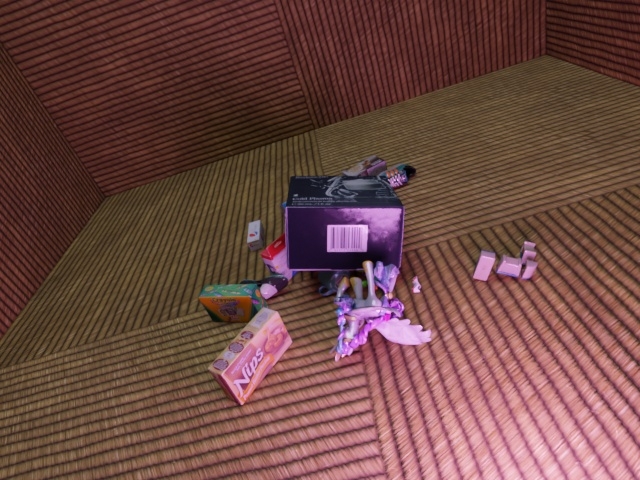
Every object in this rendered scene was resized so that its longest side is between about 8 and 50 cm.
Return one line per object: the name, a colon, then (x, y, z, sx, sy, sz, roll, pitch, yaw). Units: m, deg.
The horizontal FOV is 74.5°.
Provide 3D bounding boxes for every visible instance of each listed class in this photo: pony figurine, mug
pony figurine: (0.190, 0.252, 1.532, 0.351, 0.303, 0.363, -20, 43, 37)
mug: (0.067, 0.172, 1.861, 0.129, 0.158, 0.097, -10, 28, -31)

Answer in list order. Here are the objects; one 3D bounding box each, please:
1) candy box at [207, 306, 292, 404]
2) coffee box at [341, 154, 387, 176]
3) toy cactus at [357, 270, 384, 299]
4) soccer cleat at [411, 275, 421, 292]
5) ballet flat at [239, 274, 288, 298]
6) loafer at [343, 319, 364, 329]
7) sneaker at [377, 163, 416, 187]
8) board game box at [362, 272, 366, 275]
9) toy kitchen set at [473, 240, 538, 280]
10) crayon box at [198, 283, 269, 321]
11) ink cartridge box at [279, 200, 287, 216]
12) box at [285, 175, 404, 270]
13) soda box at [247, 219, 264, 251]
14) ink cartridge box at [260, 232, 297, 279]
candy box: (-0.255, 0.430, 1.591, 0.087, 0.183, 0.316, 10, 43, 39)
coffee box: (0.275, -0.421, 2.611, 0.246, 0.098, 0.141, -28, 34, -11)
toy cactus: (0.248, 0.171, 1.785, 0.180, 0.112, 0.219, -22, 34, -22)
soccer cleat: (0.399, 0.183, 1.744, 0.035, 0.029, 0.083, 4, 42, 18)
ballet flat: (-0.275, 0.231, 1.984, 0.280, 0.095, 0.096, -11, 43, 32)
loafer: (0.121, 0.343, 1.653, 0.125, 0.045, 0.039, -36, 20, -32)
sneaker: (0.431, -0.359, 2.432, 0.302, 0.108, 0.121, -38, 33, -27)
board game box: (0.250, 0.137, 1.894, 0.090, 0.020, 0.090, -39, 38, -26)
toy kitchen set: (0.730, 0.078, 1.672, 0.207, 0.122, 0.166, 14, 42, 12)
crayon box: (-0.387, 0.282, 1.889, 0.278, 0.165, 0.081, -4, 36, 23)
ink cartridge box: (-0.132, -0.222, 2.507, 0.203, 0.086, 0.148, -28, 6, -12)
box: (0.092, -0.096, 1.899, 0.480, 0.297, 0.472, 0, 22, -2)
soda box: (-0.371, -0.029, 2.417, 0.074, 0.069, 0.216, -17, 34, 5)
ink cartridge box: (-0.196, 0.082, 2.016, 0.078, 0.231, 0.134, 14, 46, 41)
